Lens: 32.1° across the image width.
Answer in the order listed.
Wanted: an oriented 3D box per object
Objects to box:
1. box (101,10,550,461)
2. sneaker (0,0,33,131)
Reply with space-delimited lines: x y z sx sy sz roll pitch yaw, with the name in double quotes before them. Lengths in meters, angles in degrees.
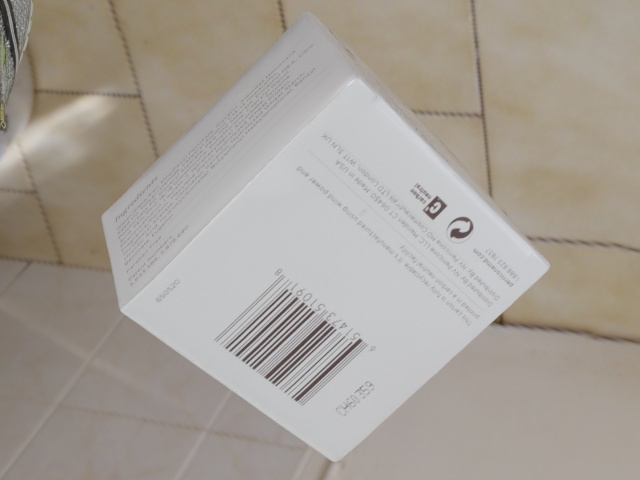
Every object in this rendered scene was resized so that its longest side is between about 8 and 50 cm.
"box" 0.000 0.000 0.658 0.182 0.119 0.181 -44 121 9
"sneaker" -0.291 -0.135 0.890 0.134 0.344 0.146 13 168 -31
